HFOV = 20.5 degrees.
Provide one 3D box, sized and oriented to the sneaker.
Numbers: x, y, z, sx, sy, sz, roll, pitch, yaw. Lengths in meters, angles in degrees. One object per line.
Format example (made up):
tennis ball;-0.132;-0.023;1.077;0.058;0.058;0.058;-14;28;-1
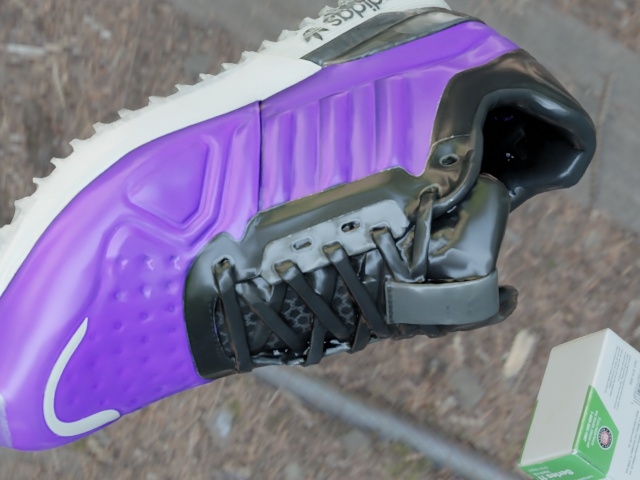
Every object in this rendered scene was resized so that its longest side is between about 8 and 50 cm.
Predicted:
sneaker;0.000;-0.001;0.704;0.146;0.102;0.293;33;55;31

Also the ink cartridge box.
ink cartridge box;0.316;0.212;1.792;0.208;0.087;0.153;37;54;-22
